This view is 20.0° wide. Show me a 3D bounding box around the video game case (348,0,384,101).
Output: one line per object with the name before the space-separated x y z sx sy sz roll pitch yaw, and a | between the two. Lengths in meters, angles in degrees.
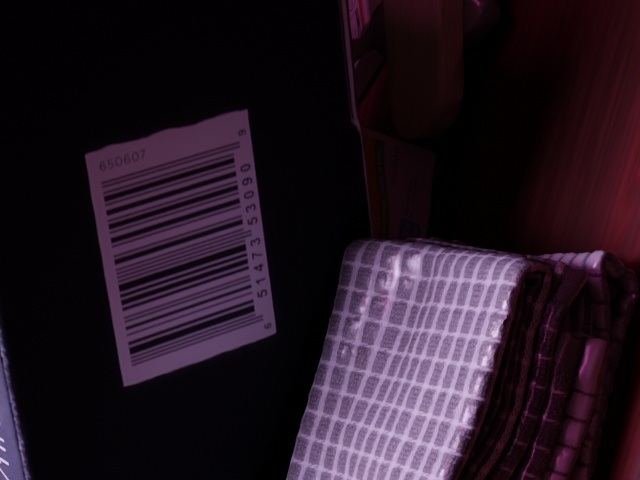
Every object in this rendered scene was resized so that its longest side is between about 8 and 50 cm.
video game case | -0.013 -0.147 1.764 0.285 0.025 0.204 -57 25 36

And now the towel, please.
towel | 0.073 0.132 1.140 0.235 0.121 0.283 2 76 69

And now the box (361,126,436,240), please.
box | 0.000 0.000 1.480 0.203 0.103 0.114 138 145 -56

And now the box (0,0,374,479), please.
box | -0.207 -0.045 1.354 0.472 0.297 0.479 25 128 54

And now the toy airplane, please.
toy airplane | 0.067 -0.332 1.425 0.384 0.272 0.386 46 114 26
